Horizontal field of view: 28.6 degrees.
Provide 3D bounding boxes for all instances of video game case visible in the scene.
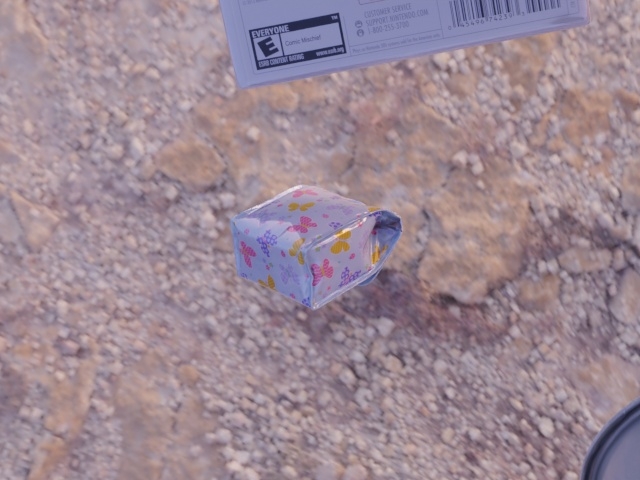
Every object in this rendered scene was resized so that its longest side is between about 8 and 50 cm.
[{"bbox_3d":[0.036,-0.200,0.721,0.213,0.023,0.193,-10,106,7],"label":"video game case"}]

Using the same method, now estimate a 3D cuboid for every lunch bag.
[{"bbox_3d":[0.000,0.000,0.759,0.071,0.053,0.083,21,40,41],"label":"lunch bag"}]

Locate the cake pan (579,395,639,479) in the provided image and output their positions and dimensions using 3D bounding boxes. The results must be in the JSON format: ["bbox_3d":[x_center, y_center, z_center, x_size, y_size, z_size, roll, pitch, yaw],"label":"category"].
[{"bbox_3d":[0.306,0.197,0.787,0.293,0.293,0.054,0,39,23],"label":"cake pan"}]
